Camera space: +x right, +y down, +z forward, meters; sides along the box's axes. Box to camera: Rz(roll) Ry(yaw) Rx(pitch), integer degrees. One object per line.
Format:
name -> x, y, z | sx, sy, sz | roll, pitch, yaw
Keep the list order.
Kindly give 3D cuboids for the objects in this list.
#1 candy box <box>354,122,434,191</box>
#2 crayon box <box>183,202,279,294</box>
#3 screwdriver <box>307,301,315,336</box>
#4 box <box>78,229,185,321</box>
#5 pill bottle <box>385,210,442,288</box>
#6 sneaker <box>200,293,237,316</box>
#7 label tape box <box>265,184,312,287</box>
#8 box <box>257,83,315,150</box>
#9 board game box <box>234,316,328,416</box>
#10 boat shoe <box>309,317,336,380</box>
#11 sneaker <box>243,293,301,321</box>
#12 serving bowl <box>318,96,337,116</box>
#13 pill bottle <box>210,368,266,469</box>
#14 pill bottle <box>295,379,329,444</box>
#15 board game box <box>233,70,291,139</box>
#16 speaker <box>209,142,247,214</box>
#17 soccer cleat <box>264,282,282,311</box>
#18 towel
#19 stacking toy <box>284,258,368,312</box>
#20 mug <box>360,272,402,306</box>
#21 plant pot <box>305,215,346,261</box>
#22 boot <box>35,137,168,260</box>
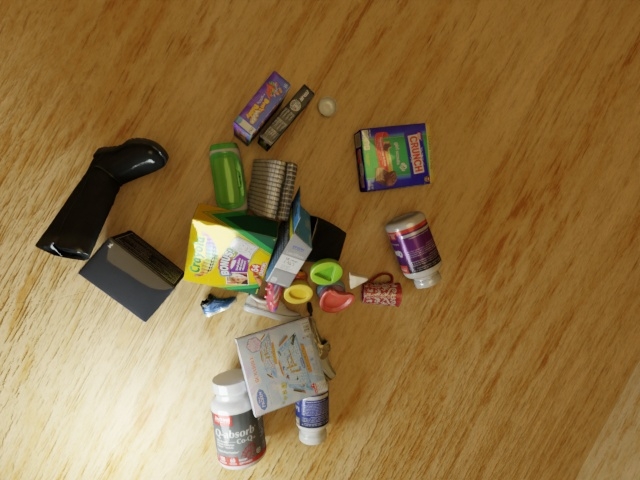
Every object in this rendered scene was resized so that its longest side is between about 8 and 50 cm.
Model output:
candy box -> 0.326, -0.362, 1.892 | 0.317, 0.122, 0.268 | -8, 97, -11
crayon box -> -0.362, 0.047, 1.709 | 0.313, 0.106, 0.363 | 12, 133, -12
screwdriver -> -0.037, 0.344, 1.887 | 0.024, 0.170, 0.025 | -6, 138, -9
box -> -0.710, 0.127, 1.658 | 0.296, 0.294, 0.183 | 41, 87, -11
pill bottle -> 0.426, 0.044, 1.920 | 0.181, 0.181, 0.323 | -24, 99, -8
sneaker -> -0.440, 0.260, 1.841 | 0.152, 0.058, 0.084 | -25, 108, -1
label tape box -> -0.104, -0.012, 1.712 | 0.106, 0.240, 0.334 | 20, 123, -18
box -> -0.145, -0.490, 1.743 | 0.060, 0.216, 0.270 | 40, 87, -12
board game box -> -0.161, 0.513, 1.777 | 0.318, 0.066, 0.319 | -13, 84, -20
boat shoe -> -0.004, 0.486, 1.918 | 0.103, 0.113, 0.302 | -32, 100, 0
sneaker -> -0.200, 0.289, 1.871 | 0.258, 0.094, 0.091 | 16, 90, -14
serving bowl -> 0.030, -0.578, 1.862 | 0.083, 0.027, 0.083 | -1, 95, -10
pill bottle -> -0.353, 0.751, 1.829 | 0.210, 0.210, 0.363 | -8, 97, -10
pill bottle -> -0.036, 0.754, 1.917 | 0.153, 0.153, 0.265 | -2, 95, -10
board game box -> -0.234, -0.494, 1.659 | 0.078, 0.347, 0.233 | 39, 88, -12
speaker -> -0.377, -0.246, 1.770 | 0.131, 0.131, 0.296 | -8, 97, -10
soccer cleat -> -0.186, 0.181, 1.837 | 0.095, 0.083, 0.248 | 5, 68, -25
towel -> -0.195, -0.204, 1.735 | 0.121, 0.283, 0.235 | 7, 95, -27
stacking toy -> 0.020, 0.162, 1.831 | 0.309, 0.130, 0.279 | 23, 124, -30
mug -> 0.272, 0.231, 1.965 | 0.169, 0.150, 0.113 | 3, 131, -7
plant pot -> 0.000, 0.000, 1.844 | 0.167, 0.187, 0.188 | 14, 92, -25
boot -> -0.767, -0.144, 1.531 | 0.146, 0.367, 0.445 | 51, 46, -44
